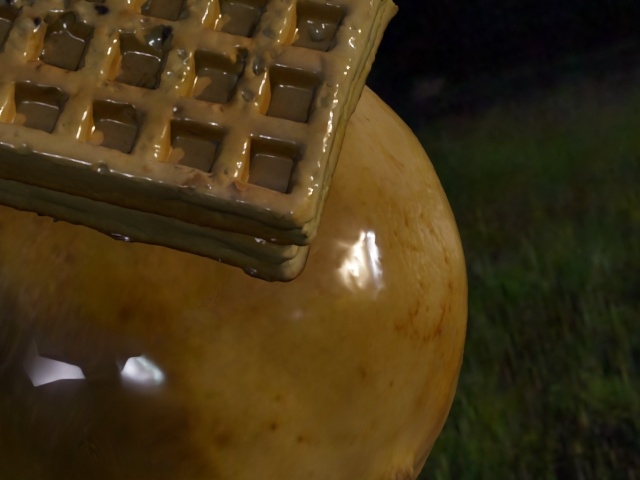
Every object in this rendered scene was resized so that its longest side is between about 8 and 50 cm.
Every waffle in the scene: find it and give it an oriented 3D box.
[{"bbox_3d":[-0.059,-0.056,0.429,0.148,0.102,0.042,15,-18,8],"label":"waffle"}]

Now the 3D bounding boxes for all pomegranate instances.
[{"bbox_3d":[-0.076,0.039,0.695,0.307,0.307,0.307,-15,9,3],"label":"pomegranate"}]
